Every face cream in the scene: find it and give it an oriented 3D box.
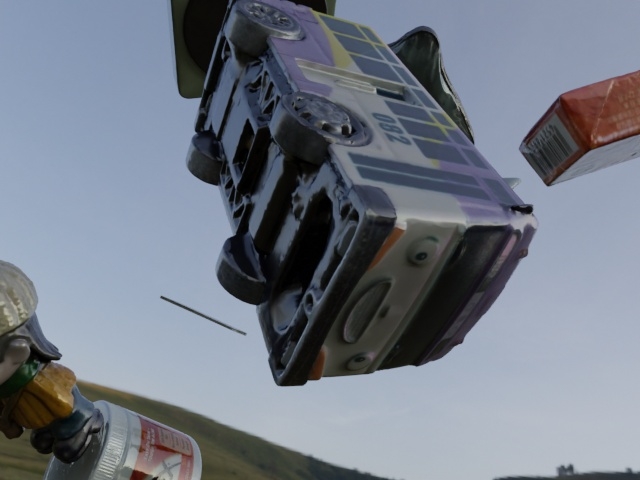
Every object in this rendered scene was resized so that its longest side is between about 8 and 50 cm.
[{"bbox_3d":[-0.327,0.393,1.016,0.187,0.201,0.201,36,-37,-31],"label":"face cream"}]

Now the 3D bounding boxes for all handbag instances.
[{"bbox_3d":[0.200,-0.289,1.313,0.192,0.075,0.332,-20,-59,17],"label":"handbag"}]

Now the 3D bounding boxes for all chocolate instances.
[{"bbox_3d":[0.494,-0.196,1.051,0.235,0.107,0.237,-18,-13,-3],"label":"chocolate"}]

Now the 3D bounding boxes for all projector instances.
[{"bbox_3d":[-0.108,-0.355,0.963,0.259,0.079,0.257,-10,-36,-16],"label":"projector"}]

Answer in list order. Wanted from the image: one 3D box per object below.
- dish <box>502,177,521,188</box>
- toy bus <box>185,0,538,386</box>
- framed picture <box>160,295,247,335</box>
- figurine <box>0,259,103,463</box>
[{"bbox_3d":[0.316,-0.070,1.364,0.080,0.243,0.182,50,-42,11],"label":"dish"},{"bbox_3d":[0.019,-0.074,0.659,0.250,0.439,0.209,6,-53,-28],"label":"toy bus"},{"bbox_3d":[-0.289,0.189,1.531,0.201,0.010,0.136,21,-11,13],"label":"framed picture"},{"bbox_3d":[-0.439,0.160,0.868,0.185,0.204,0.332,-2,-36,35],"label":"figurine"}]
